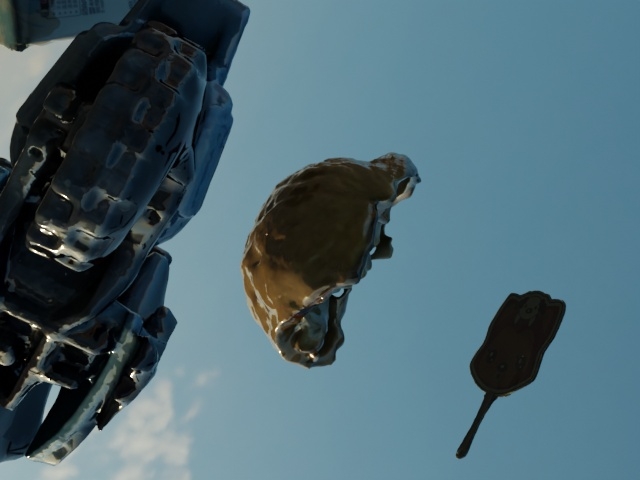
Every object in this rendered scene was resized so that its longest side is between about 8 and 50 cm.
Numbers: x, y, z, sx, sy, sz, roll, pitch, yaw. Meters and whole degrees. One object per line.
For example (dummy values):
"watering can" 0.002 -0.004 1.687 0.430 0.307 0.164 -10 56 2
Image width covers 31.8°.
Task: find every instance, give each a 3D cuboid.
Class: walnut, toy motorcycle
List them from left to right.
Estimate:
"toy motorcycle" -0.159 -0.003 0.679 0.416 0.172 0.232 -52 -167 45
"walnut" -0.003 0.004 1.123 0.238 0.141 0.204 -64 175 3

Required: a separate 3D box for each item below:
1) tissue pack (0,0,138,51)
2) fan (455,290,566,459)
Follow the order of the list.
"tissue pack" -0.165 -0.250 0.724 0.145 0.159 0.229 17 -62 49
"fan" 0.208 0.154 1.298 0.220 0.009 0.132 -62 -157 -12
